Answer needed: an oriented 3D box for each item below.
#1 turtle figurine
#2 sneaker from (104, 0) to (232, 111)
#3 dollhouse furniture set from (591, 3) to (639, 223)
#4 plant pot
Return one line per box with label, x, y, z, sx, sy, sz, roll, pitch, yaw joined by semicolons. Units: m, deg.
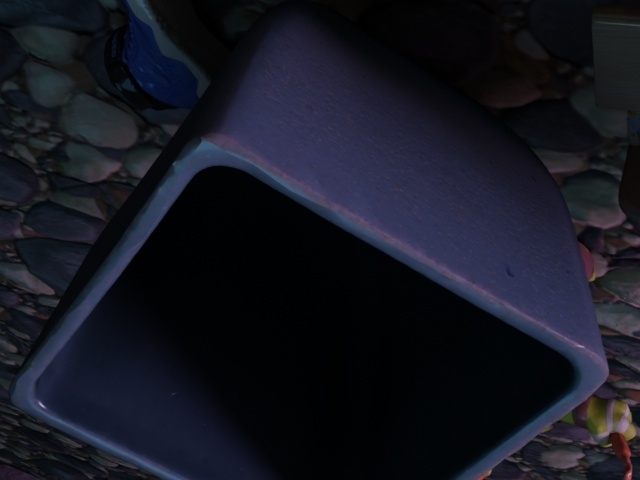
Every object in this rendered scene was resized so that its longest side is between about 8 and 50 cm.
turtle figurine;0.115;0.098;0.890;0.269;0.217;0.087;-9;139;43
sneaker;-0.121;-0.139;0.804;0.085;0.058;0.152;-5;150;24
dollhouse furniture set;0.253;-0.062;0.586;0.242;0.161;0.212;9;149;21
plant pot;0.000;0.000;0.735;0.248;0.252;0.247;30;129;-15
